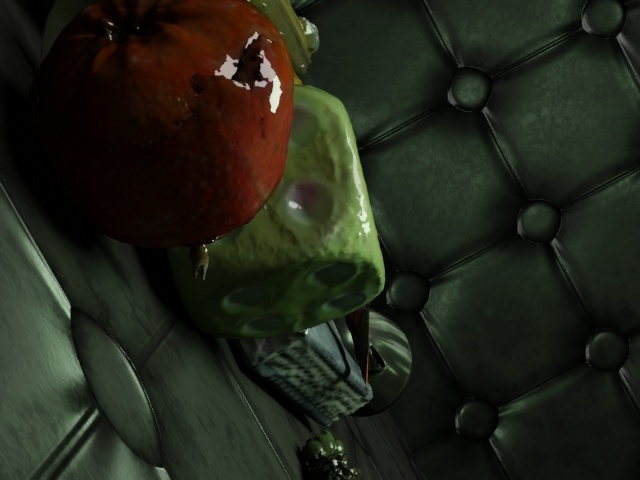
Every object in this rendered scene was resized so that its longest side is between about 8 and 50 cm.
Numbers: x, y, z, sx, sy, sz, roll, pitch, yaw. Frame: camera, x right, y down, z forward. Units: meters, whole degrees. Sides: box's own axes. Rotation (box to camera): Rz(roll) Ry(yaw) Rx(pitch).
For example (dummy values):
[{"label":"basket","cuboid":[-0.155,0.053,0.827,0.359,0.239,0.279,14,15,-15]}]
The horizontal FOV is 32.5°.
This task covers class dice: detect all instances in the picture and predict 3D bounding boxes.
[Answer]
[{"label":"dice","cuboid":[-0.061,-0.031,1.388,0.252,0.249,0.254,75,3,-65]}]

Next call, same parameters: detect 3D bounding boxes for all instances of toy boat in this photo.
[{"label":"toy boat","cuboid":[-0.107,-0.410,1.816,0.445,0.136,0.162,51,30,-69]}]

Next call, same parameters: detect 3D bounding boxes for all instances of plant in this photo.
[{"label":"plant","cuboid":[0.012,0.329,1.570,0.174,0.085,0.087,-125,-151,-67]}]

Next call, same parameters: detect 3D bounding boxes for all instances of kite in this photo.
[{"label":"kite","cuboid":[0.053,0.066,1.717,0.234,0.016,0.321,113,-32,-50]}]

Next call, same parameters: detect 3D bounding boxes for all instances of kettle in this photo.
[{"label":"kettle","cuboid":[0.041,0.189,2.048,0.251,0.207,0.271,64,5,23]}]

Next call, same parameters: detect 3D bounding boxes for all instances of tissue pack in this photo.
[{"label":"tissue pack","cuboid":[-0.063,0.114,1.737,0.288,0.124,0.394,64,4,27]}]

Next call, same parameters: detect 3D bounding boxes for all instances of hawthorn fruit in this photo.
[{"label":"hawthorn fruit","cuboid":[-0.149,-0.097,1.110,0.276,0.276,0.307,-114,-166,-56]}]

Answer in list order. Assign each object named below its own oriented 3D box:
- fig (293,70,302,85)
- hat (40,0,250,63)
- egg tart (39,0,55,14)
[{"label":"fig","cuboid":[-0.160,-0.152,1.758,0.286,0.286,0.369,61,26,-9]},{"label":"hat","cuboid":[-0.184,-0.215,1.284,0.257,0.257,0.130,61,9,-2]},{"label":"egg tart","cuboid":[-0.344,-0.425,1.543,0.388,0.169,0.388,-25,90,-85]}]
